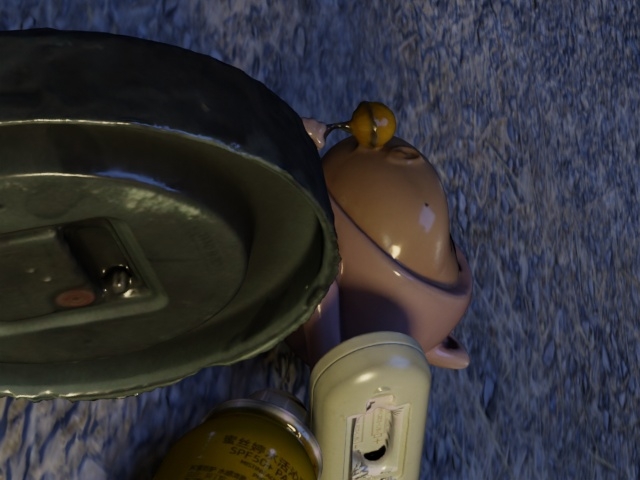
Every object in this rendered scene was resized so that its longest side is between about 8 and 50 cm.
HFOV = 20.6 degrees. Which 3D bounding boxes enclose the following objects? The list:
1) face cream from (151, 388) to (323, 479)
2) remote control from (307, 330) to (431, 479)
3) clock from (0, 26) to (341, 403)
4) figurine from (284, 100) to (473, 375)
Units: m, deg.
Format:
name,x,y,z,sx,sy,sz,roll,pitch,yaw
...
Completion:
name,x,y,z,sx,sy,sz,roll,pitch,yaw
face cream,-0.077,0.206,1.006,0.105,0.105,0.348,61,32,-24
remote control,0.031,0.139,1.175,0.221,0.078,0.042,92,-18,-48
clock,-0.130,-0.002,0.840,0.280,0.281,0.055,35,41,-50
figurine,0.000,0.000,1.187,0.287,0.186,0.176,22,30,-37
